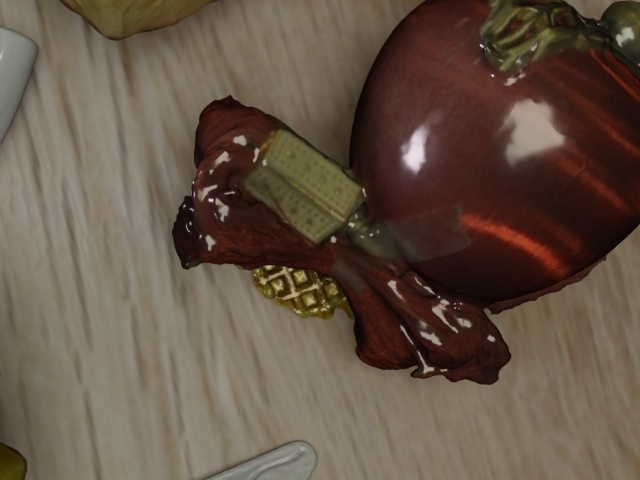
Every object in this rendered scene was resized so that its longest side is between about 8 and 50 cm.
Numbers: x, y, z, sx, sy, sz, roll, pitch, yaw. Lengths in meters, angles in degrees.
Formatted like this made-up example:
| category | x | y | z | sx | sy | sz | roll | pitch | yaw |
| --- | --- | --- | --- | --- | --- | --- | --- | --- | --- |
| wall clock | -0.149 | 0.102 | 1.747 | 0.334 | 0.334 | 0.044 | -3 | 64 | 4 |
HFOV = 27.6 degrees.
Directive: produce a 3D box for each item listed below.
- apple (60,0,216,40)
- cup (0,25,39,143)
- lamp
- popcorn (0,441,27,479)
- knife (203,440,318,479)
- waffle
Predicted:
| category | x | y | z | sx | sy | sz | roll | pitch | yaw |
| --- | --- | --- | --- | --- | --- | --- | --- | --- | --- |
| apple | -0.032 | -0.275 | 0.552 | 0.309 | 0.252 | 0.314 | -43 | 120 | -23 |
| cup | -0.264 | -0.129 | 0.575 | 0.300 | 0.167 | 0.173 | 21 | 81 | -35 |
| lamp | 0.067 | -0.039 | 0.616 | 0.215 | 0.151 | 0.223 | 37 | 76 | -21 |
| popcorn | -0.268 | 0.095 | 0.547 | 0.286 | 0.252 | 0.215 | 31 | 126 | -5 |
| knife | -0.111 | 0.166 | 0.670 | 0.244 | 0.032 | 0.058 | -16 | 71 | -9 |
| waffle | 0.002 | 0.000 | 0.686 | 0.078 | 0.016 | 0.085 | 36 | 88 | -12 |
